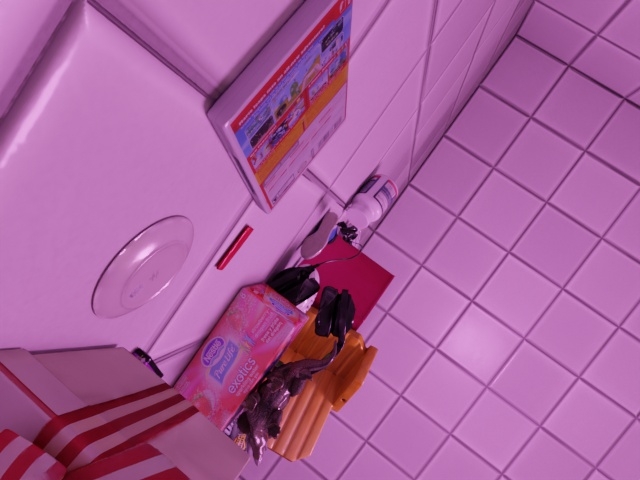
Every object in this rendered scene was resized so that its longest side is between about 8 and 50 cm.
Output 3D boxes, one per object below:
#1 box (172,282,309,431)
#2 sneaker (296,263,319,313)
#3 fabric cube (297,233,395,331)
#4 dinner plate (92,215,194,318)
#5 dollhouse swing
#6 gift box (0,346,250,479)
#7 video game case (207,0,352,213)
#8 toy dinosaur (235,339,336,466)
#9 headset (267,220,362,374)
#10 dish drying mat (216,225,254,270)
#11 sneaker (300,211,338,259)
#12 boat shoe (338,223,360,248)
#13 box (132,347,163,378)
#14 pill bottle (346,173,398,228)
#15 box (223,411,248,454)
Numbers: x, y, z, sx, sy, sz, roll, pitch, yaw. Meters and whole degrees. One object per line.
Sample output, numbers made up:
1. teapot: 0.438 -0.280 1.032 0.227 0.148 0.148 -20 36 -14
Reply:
1. box: -0.177 0.256 0.951 0.300 0.142 0.154 -55 171 5
2. sneaker: -0.106 0.179 1.184 0.292 0.110 0.118 -51 162 -18
3. fabric cube: 0.044 0.181 1.434 0.254 0.258 0.259 -45 168 -48
4. dinner plate: -0.188 0.034 0.480 0.141 0.017 0.141 -51 169 -13
5. dollhouse swing: -0.076 0.415 1.274 0.305 0.346 0.315 -57 176 -47
6. gift box: -0.215 0.257 0.390 0.255 0.276 0.258 -58 170 -8
7. video game case: -0.031 -0.155 0.543 0.204 0.025 0.285 -52 171 -10
8. toy dinosaur: -0.090 0.322 0.924 0.314 0.121 0.160 -56 -178 -13
9. headset: -0.019 0.142 1.047 0.394 0.243 0.185 -58 172 -7
10. dish drying mat: -0.136 0.012 0.683 0.083 0.008 0.032 -54 172 -3
11. sneaker: 0.001 0.000 1.172 0.152 0.058 0.085 -57 164 -20
12. boat shoe: 0.113 0.013 1.676 0.084 0.095 0.258 -45 169 -24
13. box: -0.302 0.238 0.614 0.162 0.029 0.116 -50 170 -29
14. pill bottle: 0.163 -0.123 1.384 0.180 0.108 0.108 -47 169 -33
15. box: -0.233 0.441 1.092 0.051 0.175 0.220 -13 -134 40
